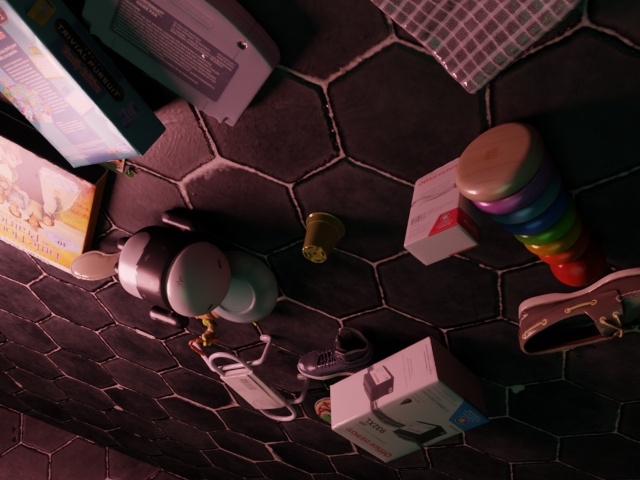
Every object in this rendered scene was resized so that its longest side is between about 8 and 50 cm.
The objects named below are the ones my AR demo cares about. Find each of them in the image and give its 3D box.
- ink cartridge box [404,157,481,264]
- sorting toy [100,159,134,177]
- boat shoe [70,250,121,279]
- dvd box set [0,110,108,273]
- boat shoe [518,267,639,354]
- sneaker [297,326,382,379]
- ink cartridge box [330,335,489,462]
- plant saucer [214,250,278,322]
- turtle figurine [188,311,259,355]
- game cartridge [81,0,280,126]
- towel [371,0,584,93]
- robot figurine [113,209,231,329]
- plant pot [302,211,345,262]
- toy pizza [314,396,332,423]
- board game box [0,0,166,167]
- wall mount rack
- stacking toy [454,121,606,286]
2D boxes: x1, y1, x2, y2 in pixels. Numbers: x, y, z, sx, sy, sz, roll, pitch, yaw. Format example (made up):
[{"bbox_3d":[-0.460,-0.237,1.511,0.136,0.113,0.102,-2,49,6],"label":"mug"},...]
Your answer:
[{"bbox_3d":[0.206,-0.049,0.966,0.063,0.151,0.109,38,139,-25],"label":"ink cartridge box"},{"bbox_3d":[-0.426,-0.162,1.226,0.083,0.012,0.062,28,140,-7],"label":"sorting toy"},{"bbox_3d":[-0.512,0.063,1.450,0.205,0.075,0.065,-9,163,6],"label":"boat shoe"},{"bbox_3d":[-0.675,-0.100,1.372,0.307,0.062,0.420,29,140,-9],"label":"dvd box set"},{"bbox_3d":[0.516,0.138,1.082,0.324,0.097,0.116,-23,124,41],"label":"boat shoe"},{"bbox_3d":[0.030,0.281,1.464,0.226,0.086,0.163,-6,143,19],"label":"sneaker"},{"bbox_3d":[0.208,0.392,1.415,0.307,0.129,0.223,-33,124,26],"label":"ink cartridge box"},{"bbox_3d":[-0.197,0.119,1.369,0.194,0.037,0.195,5,116,10],"label":"plant saucer"},{"bbox_3d":[-0.266,0.180,1.488,0.217,0.087,0.270,-5,120,15],"label":"turtle figurine"},{"bbox_3d":[-0.216,-0.323,0.916,0.294,0.060,0.196,34,143,-15],"label":"game cartridge"},{"bbox_3d":[0.192,-0.330,0.670,0.235,0.121,0.283,33,140,-13],"label":"towel"},{"bbox_3d":[-0.328,0.064,1.299,0.278,0.174,0.209,16,139,30],"label":"robot figurine"},{"bbox_3d":[0.000,0.000,1.169,0.083,0.079,0.083,12,141,10],"label":"plant pot"},{"bbox_3d":[0.076,0.544,1.800,0.201,0.032,0.201,13,140,11],"label":"toy pizza"},{"bbox_3d":[-0.463,-0.285,1.014,0.253,0.079,0.336,0,138,41],"label":"board game box"},{"bbox_3d":[-0.212,0.383,1.680,0.304,0.131,0.350,-14,130,31],"label":"wall mount rack"},{"bbox_3d":[0.356,-0.033,0.944,0.141,0.141,0.330,-19,132,39],"label":"stacking toy"}]
